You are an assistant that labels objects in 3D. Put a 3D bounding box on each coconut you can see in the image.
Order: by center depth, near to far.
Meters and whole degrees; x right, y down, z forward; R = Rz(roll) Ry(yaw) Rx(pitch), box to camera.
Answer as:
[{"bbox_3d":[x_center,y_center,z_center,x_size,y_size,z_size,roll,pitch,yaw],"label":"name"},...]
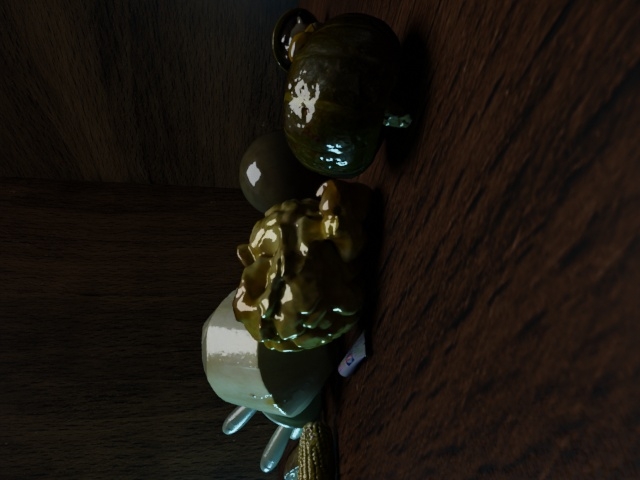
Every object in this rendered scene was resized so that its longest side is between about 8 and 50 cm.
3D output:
[{"bbox_3d":[-0.105,0.240,1.051,0.323,0.324,0.322,-178,90,-82],"label":"coconut"}]

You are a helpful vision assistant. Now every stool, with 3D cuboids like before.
[{"bbox_3d":[-0.123,0.459,1.232,0.198,0.195,0.195,-57,-15,29],"label":"stool"}]

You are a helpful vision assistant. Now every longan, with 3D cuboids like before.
[{"bbox_3d":[-0.096,-0.171,1.241,0.258,0.259,0.257,-178,90,-82],"label":"longan"}]

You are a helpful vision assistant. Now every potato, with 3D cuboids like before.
[{"bbox_3d":[-0.044,0.547,1.177,0.261,0.100,0.120,101,167,-48],"label":"potato"}]

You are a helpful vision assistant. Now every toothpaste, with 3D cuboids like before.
[{"bbox_3d":[0.058,0.208,0.810,0.169,0.029,0.045,108,169,-56],"label":"toothpaste"}]

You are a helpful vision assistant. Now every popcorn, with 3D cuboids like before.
[{"bbox_3d":[-0.019,0.035,0.801,0.332,0.225,0.264,-61,30,21],"label":"popcorn"}]

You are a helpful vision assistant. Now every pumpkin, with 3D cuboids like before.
[{"bbox_3d":[0.044,-0.185,0.605,0.219,0.163,0.218,17,-90,-78],"label":"pumpkin"}]

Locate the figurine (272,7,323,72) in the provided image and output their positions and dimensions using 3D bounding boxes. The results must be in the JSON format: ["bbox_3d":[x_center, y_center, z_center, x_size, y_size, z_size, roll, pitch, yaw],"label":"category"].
[{"bbox_3d":[-0.062,-0.597,1.389,0.256,0.167,0.192,-108,35,-62],"label":"figurine"}]

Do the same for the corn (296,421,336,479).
[{"bbox_3d":[-0.009,0.551,0.959,0.097,0.097,0.319,108,164,-62],"label":"corn"}]
